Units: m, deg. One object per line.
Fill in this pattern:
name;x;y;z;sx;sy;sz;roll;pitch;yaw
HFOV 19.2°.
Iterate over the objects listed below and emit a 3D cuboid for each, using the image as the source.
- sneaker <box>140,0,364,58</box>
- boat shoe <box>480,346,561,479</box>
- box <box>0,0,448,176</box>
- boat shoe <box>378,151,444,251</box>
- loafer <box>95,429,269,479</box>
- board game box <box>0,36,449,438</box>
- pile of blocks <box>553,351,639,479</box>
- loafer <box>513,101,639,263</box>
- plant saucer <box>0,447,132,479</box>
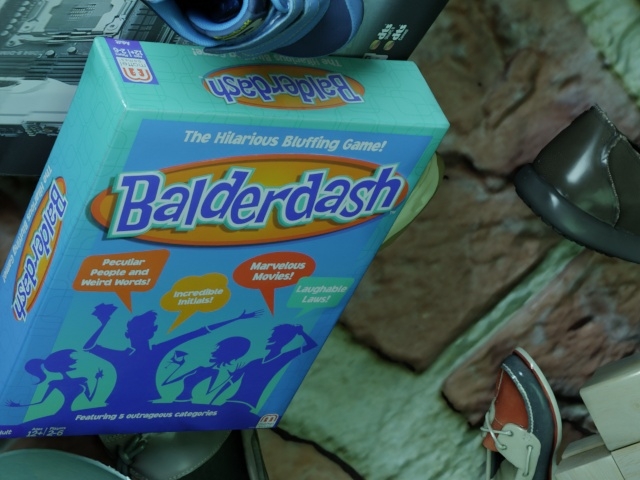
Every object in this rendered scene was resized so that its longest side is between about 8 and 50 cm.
sneaker;-0.030;-0.094;0.729;0.053;0.059;0.144;-37;147;23
boat shoe;0.120;0.121;1.166;0.043;0.049;0.137;-22;137;-13
box;-0.047;-0.146;0.771;0.242;0.076;0.307;2;142;-33
boat shoe;0.000;0.000;0.995;0.049;0.056;0.152;41;84;-34
loafer;-0.068;0.110;1.014;0.096;0.084;0.267;-29;134;-9
board game box;-0.057;0.006;0.858;0.160;0.047;0.210;1;135;-31
pile of blocks;0.250;0.163;1.241;0.112;0.149;0.362;-24;137;29
loafer;0.213;-0.020;1.086;0.220;0.080;0.078;16;115;-38
plant saucer;-0.116;0.191;1.007;0.037;0.195;0.195;-35;147;-53
